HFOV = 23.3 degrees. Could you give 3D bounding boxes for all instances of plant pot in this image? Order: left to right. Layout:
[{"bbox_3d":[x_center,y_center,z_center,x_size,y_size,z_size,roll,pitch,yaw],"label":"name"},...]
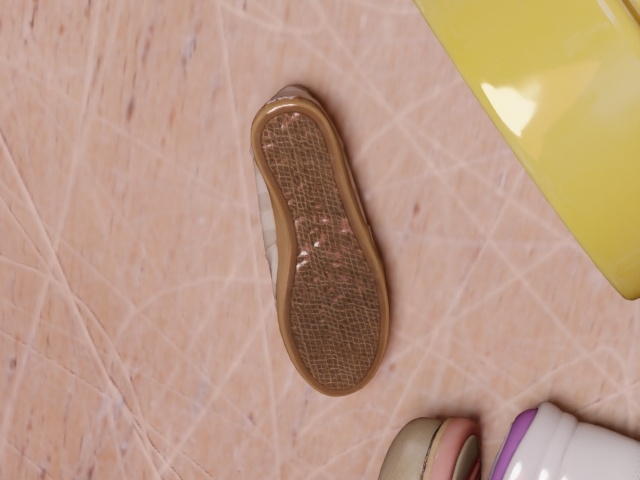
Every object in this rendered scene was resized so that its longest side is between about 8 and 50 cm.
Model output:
[{"bbox_3d":[0.193,-0.135,0.822,0.239,0.254,0.254,-34,98,11],"label":"plant pot"}]

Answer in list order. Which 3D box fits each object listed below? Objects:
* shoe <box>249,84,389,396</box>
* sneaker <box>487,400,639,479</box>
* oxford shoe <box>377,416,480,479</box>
[{"bbox_3d":[0.000,0.000,1.034,0.076,0.058,0.219,-10,113,0],"label":"shoe"},{"bbox_3d":[0.165,0.265,1.049,0.152,0.114,0.305,16,115,12],"label":"sneaker"},{"bbox_3d":[0.004,0.280,1.097,0.146,0.140,0.397,24,114,15],"label":"oxford shoe"}]
